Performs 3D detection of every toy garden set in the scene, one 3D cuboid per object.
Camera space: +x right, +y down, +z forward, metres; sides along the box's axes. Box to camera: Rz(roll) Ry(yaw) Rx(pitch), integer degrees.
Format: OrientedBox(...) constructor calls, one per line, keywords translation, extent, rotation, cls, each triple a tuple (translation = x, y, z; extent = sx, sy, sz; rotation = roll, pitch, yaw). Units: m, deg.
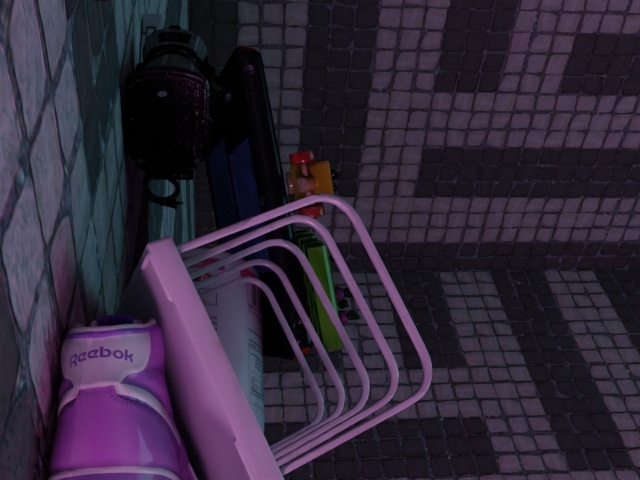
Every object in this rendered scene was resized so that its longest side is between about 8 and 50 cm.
OrientedBox(translation=(0.000, 0.000, 0.907), extent=(0.244, 0.049, 0.203), rotation=(-137, -142, -83), cls="toy garden set")

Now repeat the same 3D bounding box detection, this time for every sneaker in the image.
OrientedBox(translation=(-0.142, 0.146, 0.623), extent=(0.282, 0.102, 0.161), rotation=(106, -22, -63), cls="sneaker")

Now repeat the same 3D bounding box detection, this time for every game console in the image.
OrientedBox(translation=(-0.100, -0.033, 1.094), extent=(0.342, 0.060, 0.386), rotation=(157, -78, -77), cls="game console")

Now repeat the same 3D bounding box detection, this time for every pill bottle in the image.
OrientedBox(translation=(-0.147, 0.166, 0.923), extent=(0.160, 0.161, 0.282), rotation=(102, -14, -59), cls="pill bottle")

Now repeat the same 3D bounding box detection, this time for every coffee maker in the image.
OrientedBox(translation=(-0.192, -0.162, 0.993), extent=(0.171, 0.120, 0.178), rotation=(-60, -162, 23), cls="coffee maker")

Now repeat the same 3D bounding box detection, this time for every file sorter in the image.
OrientedBox(translation=(-0.055, 0.099, 0.696), extent=(0.192, 0.173, 0.278), rotation=(63, -25, 8), cls="file sorter")

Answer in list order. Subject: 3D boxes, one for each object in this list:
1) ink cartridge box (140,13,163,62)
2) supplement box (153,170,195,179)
OrientedBox(translation=(-0.241, -0.278, 1.142), extent=(0.048, 0.028, 0.083), rotation=(102, -14, -61), cls="ink cartridge box")
OrientedBox(translation=(-0.248, -0.195, 1.372), extent=(0.239, 0.073, 0.130), rotation=(-107, -161, -70), cls="supplement box")
